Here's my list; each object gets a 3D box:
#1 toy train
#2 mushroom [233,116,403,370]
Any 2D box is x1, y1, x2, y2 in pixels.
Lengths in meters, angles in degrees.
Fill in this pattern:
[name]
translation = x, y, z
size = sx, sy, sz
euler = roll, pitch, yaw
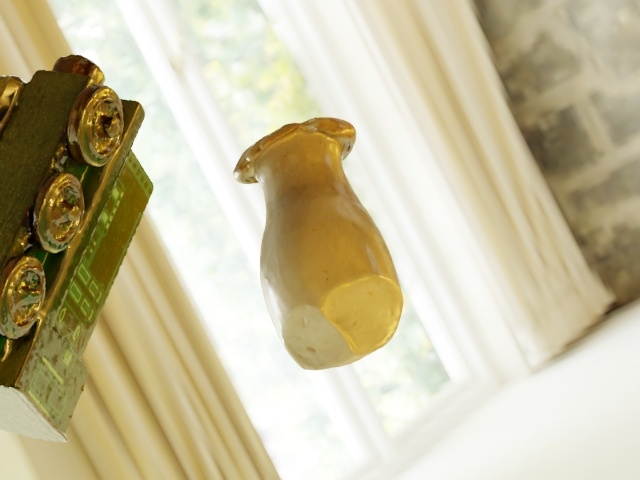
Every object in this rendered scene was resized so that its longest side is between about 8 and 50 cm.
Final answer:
[toy train]
translation = -0.171, 0.001, 1.092
size = 0.090, 0.137, 0.225
euler = 10, -118, 23
[mushroom]
translation = -0.001, -0.001, 1.258
size = 0.088, 0.212, 0.097
euler = 15, 136, -27
